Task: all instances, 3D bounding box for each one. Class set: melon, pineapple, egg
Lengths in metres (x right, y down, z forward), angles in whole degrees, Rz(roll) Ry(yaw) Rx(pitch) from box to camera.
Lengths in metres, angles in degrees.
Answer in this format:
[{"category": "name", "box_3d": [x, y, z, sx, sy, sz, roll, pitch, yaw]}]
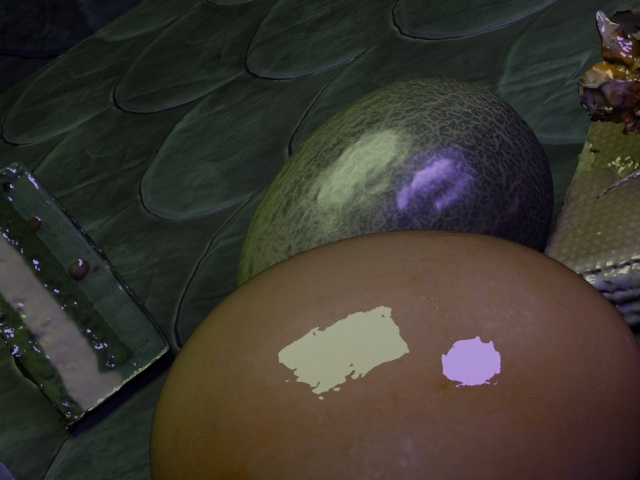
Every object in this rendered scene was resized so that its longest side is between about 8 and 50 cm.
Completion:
[{"category": "melon", "box_3d": [0.068, -0.006, 1.428, 0.329, 0.248, 0.248, -42, 27, -6]}, {"category": "pineapple", "box_3d": [0.380, -0.141, 1.330, 0.161, 0.334, 0.158, -47, 52, 49]}, {"category": "egg", "box_3d": [0.056, 0.144, 1.124, 0.373, 0.301, 0.301, -14, 31, 23]}]

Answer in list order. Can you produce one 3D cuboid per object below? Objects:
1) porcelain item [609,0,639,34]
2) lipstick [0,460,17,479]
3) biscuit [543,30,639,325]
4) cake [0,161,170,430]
[{"category": "porcelain item", "box_3d": [0.425, -0.288, 1.724, 0.215, 0.069, 0.081, -40, 21, -24]}, {"category": "lipstick", "box_3d": [-0.444, 0.247, 1.788, 0.068, 0.066, 0.317, -42, 27, -19]}, {"category": "biscuit", "box_3d": [0.313, -0.074, 1.458, 0.144, 0.078, 0.426, -16, 30, 35]}, {"category": "cake", "box_3d": [-0.322, 0.051, 1.768, 0.158, 0.284, 0.172, -37, 9, -8]}]
